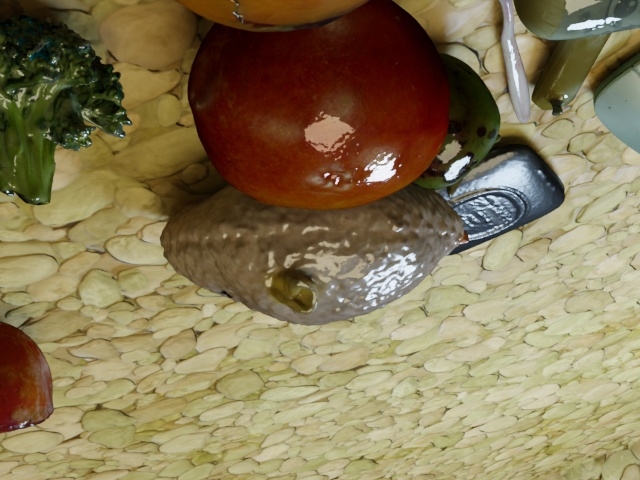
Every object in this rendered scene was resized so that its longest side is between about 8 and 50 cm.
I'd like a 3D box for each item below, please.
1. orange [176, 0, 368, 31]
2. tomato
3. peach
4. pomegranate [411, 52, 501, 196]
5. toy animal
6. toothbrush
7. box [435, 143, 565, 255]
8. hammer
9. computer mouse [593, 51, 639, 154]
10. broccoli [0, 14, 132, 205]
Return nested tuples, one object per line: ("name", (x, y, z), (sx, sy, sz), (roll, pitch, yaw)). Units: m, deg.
("orange", (-0.035, -0.252, 0.612), (0.246, 0.246, 0.246), (-13, 151, -7))
("tomato", (-0.438, 0.169, 1.238), (0.200, 0.140, 0.233), (-2, -177, -13))
("peach", (-0.009, -0.127, 0.891), (0.243, 0.200, 0.243), (-6, 157, -3))
("pomegranate", (0.118, -0.122, 1.050), (0.148, 0.149, 0.169), (-20, 170, 5))
("toy animal", (0.007, -0.001, 1.115), (0.358, 0.188, 0.226), (-7, 175, -14))
("toothbrush", (0.198, -0.204, 1.050), (0.025, 0.029, 0.307), (-57, 154, -11))
("box", (0.213, -0.050, 1.306), (0.201, 0.042, 0.212), (-25, 150, 18))
("hammer", (0.271, -0.213, 1.012), (0.201, 0.113, 0.305), (-9, 159, -9))
("computer mouse", (0.457, -0.148, 1.213), (0.159, 0.097, 0.288), (-34, 148, 32))
("broccoli", (-0.253, -0.110, 0.837), (0.154, 0.160, 0.167), (-1, 173, 31))
